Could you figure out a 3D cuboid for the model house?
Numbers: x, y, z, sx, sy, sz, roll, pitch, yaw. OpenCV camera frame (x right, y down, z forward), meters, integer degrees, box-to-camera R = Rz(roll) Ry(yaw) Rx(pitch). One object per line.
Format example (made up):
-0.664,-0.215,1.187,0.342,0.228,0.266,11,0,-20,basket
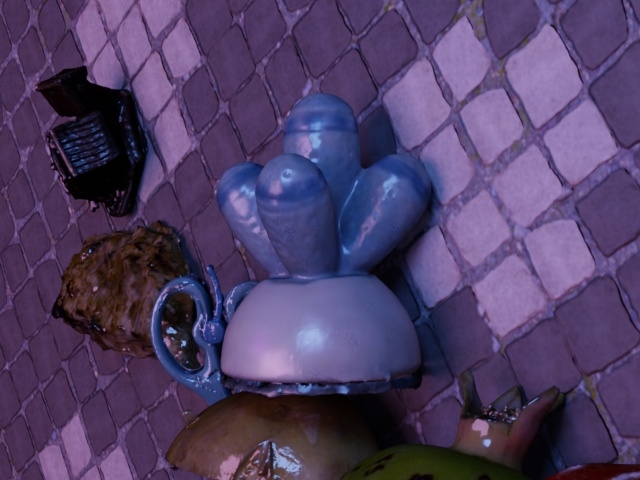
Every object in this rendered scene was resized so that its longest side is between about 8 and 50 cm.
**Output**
-0.341,-0.148,1.946,0.141,0.164,0.203,-39,62,37,model house

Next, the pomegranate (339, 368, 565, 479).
0.132,0.292,1.347,0.291,0.291,0.323,23,104,46,pomegranate

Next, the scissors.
-0.112,0.224,1.750,0.180,0.032,0.393,-8,96,8,scissors

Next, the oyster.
-0.270,0.071,1.926,0.396,0.111,0.204,8,95,51,oyster

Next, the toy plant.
0.000,0.000,1.524,0.247,0.247,0.332,-2,89,49,toy plant

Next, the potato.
-0.056,0.221,1.586,0.299,0.239,0.116,0,91,58,potato

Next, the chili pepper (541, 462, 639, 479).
0.251,0.266,1.229,0.136,0.253,0.144,50,120,46,chili pepper
